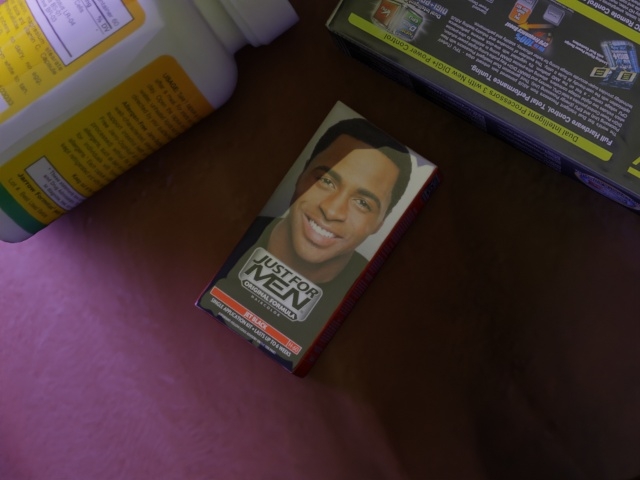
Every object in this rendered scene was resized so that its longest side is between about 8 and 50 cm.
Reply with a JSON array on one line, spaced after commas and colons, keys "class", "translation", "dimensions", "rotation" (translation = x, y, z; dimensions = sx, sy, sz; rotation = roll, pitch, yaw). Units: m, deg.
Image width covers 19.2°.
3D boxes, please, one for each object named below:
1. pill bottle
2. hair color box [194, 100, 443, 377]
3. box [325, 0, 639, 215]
[{"class": "pill bottle", "translation": [-0.121, -0.101, 1.060], "dimensions": [0.208, 0.117, 0.117], "rotation": [-35, 79, 3]}, {"class": "hair color box", "translation": [0.000, 0.000, 1.066], "dimensions": [0.072, 0.043, 0.141], "rotation": [34, 88, 12]}, {"class": "box", "translation": [0.172, -0.141, 1.052], "dimensions": [0.270, 0.060, 0.216], "rotation": [29, 88, 11]}]
